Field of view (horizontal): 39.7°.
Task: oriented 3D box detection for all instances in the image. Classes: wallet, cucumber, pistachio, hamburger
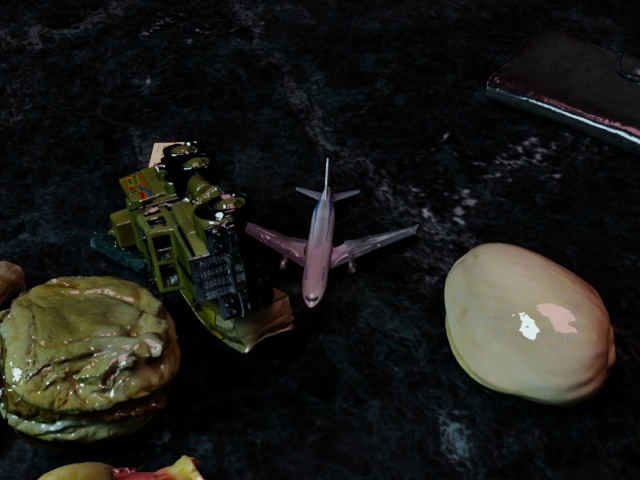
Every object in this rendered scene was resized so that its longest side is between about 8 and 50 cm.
[{"bbox_3d":[0.398,-0.188,1.181,0.318,0.045,0.172,30,56,30],"label":"wallet"},{"bbox_3d":[-0.213,0.023,1.038,0.133,0.032,0.032,25,52,27],"label":"cucumber"},{"bbox_3d":[0.197,0.078,0.874,0.145,0.117,0.200,-33,49,-19],"label":"pistachio"},{"bbox_3d":[-0.237,0.120,0.884,0.183,0.130,0.206,-2,28,-17],"label":"hamburger"}]

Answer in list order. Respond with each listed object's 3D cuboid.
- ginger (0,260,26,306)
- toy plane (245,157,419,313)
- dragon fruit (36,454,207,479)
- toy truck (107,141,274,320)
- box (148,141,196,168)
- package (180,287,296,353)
[{"bbox_3d":[-0.379,0.131,0.895,0.148,0.081,0.333,14,44,-6],"label":"ginger"},{"bbox_3d":[0.000,0.001,1.018,0.226,0.058,0.226,3,48,4],"label":"toy plane"},{"bbox_3d":[-0.161,0.299,0.613,0.243,0.227,0.307,9,82,-6],"label":"dragon fruit"},{"bbox_3d":[-0.144,-0.010,0.946,0.127,0.127,0.257,-18,27,-21],"label":"toy truck"},{"bbox_3d":[-0.196,-0.097,1.171,0.058,0.015,0.093,-1,43,3],"label":"box"},{"bbox_3d":[-0.090,0.072,0.960,0.071,0.047,0.131,-31,30,-26],"label":"package"}]
